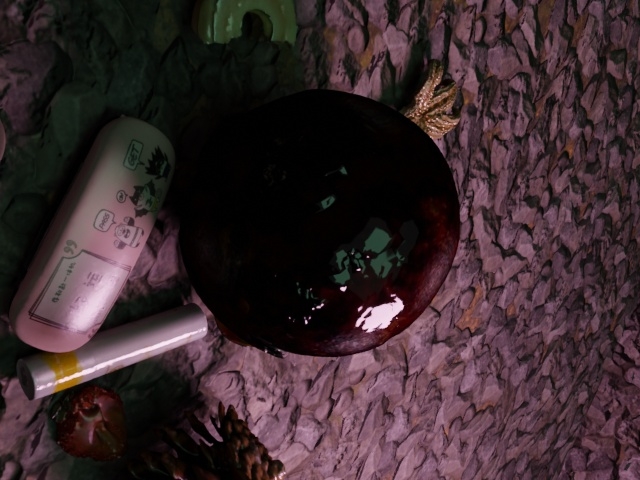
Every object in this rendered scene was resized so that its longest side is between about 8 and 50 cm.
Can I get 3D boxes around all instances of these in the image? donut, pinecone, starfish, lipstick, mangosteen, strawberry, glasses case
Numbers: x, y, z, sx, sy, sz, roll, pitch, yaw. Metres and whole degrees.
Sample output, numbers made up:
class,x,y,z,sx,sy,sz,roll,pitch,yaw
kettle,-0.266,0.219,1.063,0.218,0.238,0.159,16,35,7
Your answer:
class,x,y,z,sx,sy,sz,roll,pitch,yaw
donut,-0.104,-0.320,0.966,0.166,0.065,0.108,-10,112,-43
pinecone,-0.179,0.374,1.039,0.264,0.264,0.264,-20,119,-40
starfish,0.185,-0.222,1.311,0.238,0.071,0.216,-18,113,-34
lipstick,-0.278,0.147,0.975,0.264,0.059,0.059,-17,117,-42
mangosteen,-0.016,-0.015,0.989,0.381,0.421,0.381,5,74,-18
strawberry,-0.315,0.264,0.992,0.104,0.048,0.152,-43,129,-22
glasses case,-0.284,-0.008,0.893,0.122,0.075,0.314,31,83,-45

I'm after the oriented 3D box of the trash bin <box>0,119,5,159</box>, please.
class,x,y,z,sx,sy,sz,roll,pitch,yaw
trash bin,-0.439,-0.122,0.592,0.290,0.209,0.182,19,85,-43
